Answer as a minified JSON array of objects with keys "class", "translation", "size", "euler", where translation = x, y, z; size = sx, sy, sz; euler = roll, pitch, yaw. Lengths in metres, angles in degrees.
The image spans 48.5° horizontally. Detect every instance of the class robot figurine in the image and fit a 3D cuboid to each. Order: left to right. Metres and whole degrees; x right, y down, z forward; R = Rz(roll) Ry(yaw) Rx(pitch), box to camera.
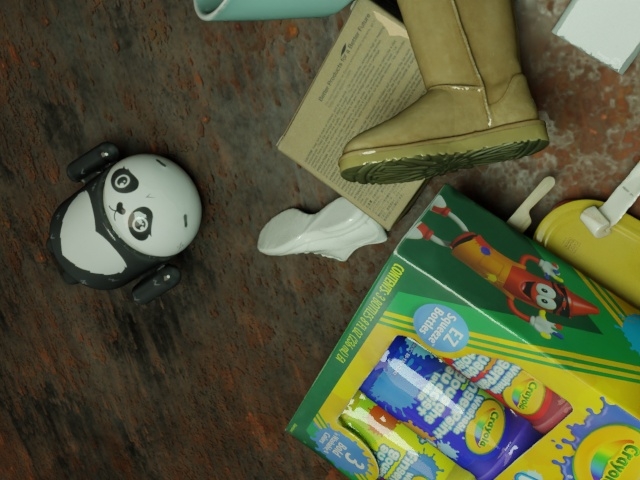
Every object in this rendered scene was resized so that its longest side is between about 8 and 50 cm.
[{"class":"robot figurine","translation":[-0.315,-0.024,1.124],"size":[0.278,0.174,0.209],"euler":[-26,130,34]}]

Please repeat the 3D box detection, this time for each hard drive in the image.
[{"class":"hard drive","translation":[0.332,-0.264,0.776],"size":[0.094,0.022,0.135],"euler":[35,124,9]}]

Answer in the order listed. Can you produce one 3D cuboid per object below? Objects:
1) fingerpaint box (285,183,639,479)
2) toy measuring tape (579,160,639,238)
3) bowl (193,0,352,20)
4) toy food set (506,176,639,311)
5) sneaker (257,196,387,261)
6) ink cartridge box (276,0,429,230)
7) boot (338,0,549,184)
[{"class":"fingerpaint box","translation":[0.194,0.213,0.923],"size":[0.371,0.163,0.445],"euler":[35,137,8]},{"class":"toy measuring tape","translation":[0.364,-0.148,0.741],"size":[0.121,0.121,0.330],"euler":[38,116,7]},{"class":"bowl","translation":[-0.016,-0.372,0.774],"size":[0.163,0.312,0.312],"euler":[10,127,-26]},{"class":"toy food set","translation":[0.331,0.015,0.884],"size":[0.217,0.071,0.128],"euler":[33,99,8]},{"class":"sneaker","translation":[0.000,0.000,1.043],"size":[0.212,0.080,0.094],"euler":[-11,139,40]},{"class":"ink cartridge box","translation":[0.083,-0.163,0.910],"size":[0.193,0.088,0.235],"euler":[38,123,8]},{"class":"boot","translation":[0.109,-0.206,0.770],"size":[0.236,0.089,0.270],"euler":[-10,77,-10]}]
